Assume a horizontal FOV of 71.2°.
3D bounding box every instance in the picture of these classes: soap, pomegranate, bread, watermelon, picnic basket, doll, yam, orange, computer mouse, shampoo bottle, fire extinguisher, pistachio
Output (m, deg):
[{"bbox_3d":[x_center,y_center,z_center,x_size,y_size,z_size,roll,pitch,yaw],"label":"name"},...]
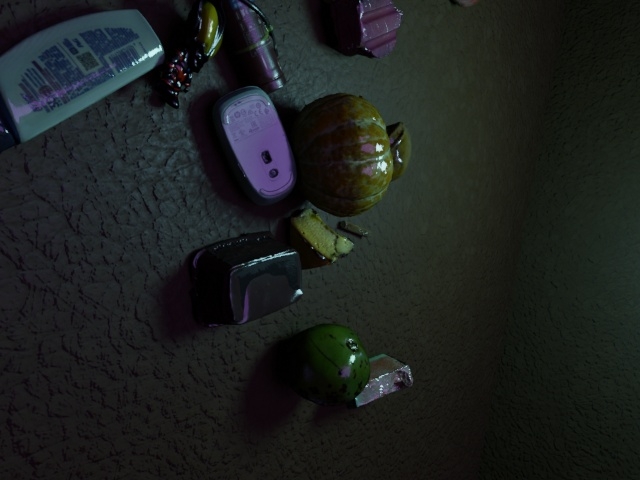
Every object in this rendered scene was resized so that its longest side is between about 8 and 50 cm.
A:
[{"bbox_3d":[0.150,-0.648,1.346,0.289,0.112,0.182,-44,139,-42],"label":"soap"},{"bbox_3d":[0.012,0.367,1.311,0.254,0.271,0.254,30,41,-30],"label":"pomegranate"},{"bbox_3d":[0.000,0.000,1.273,0.140,0.160,0.169,-30,118,-42],"label":"bread"},{"bbox_3d":[0.195,0.480,1.553,0.318,0.226,0.148,12,61,-60],"label":"watermelon"},{"bbox_3d":[-0.166,0.098,1.128,0.297,0.129,0.222,-16,107,-47],"label":"picnic basket"},{"bbox_3d":[-0.265,-0.401,0.937,0.088,0.127,0.248,28,79,-28],"label":"doll"},{"bbox_3d":[0.119,-0.038,1.498,0.145,0.032,0.032,18,83,-47],"label":"yam"},{"bbox_3d":[0.049,-0.220,1.183,0.249,0.329,0.329,-9,107,-9],"label":"orange"},{"bbox_3d":[-0.158,-0.225,1.103,0.160,0.097,0.288,-31,113,-19],"label":"computer mouse"},{"bbox_3d":[-0.448,-0.295,0.779,0.359,0.078,0.134,-48,124,-31],"label":"shampoo bottle"},{"bbox_3d":[-0.176,-0.517,1.031,0.141,0.105,0.341,-60,138,-46],"label":"fire extinguisher"},{"bbox_3d":[0.224,-0.287,1.493,0.212,0.163,0.260,-58,174,34],"label":"pistachio"}]

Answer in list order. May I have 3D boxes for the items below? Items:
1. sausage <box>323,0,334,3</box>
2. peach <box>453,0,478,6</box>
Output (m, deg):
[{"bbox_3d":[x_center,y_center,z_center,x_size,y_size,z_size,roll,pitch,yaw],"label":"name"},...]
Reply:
[{"bbox_3d":[0.097,-0.786,1.320,0.301,0.066,0.065,-50,130,-28],"label":"sausage"},{"bbox_3d":[0.589,-1.019,1.772,0.152,0.152,0.151,-11,105,-47],"label":"peach"}]
